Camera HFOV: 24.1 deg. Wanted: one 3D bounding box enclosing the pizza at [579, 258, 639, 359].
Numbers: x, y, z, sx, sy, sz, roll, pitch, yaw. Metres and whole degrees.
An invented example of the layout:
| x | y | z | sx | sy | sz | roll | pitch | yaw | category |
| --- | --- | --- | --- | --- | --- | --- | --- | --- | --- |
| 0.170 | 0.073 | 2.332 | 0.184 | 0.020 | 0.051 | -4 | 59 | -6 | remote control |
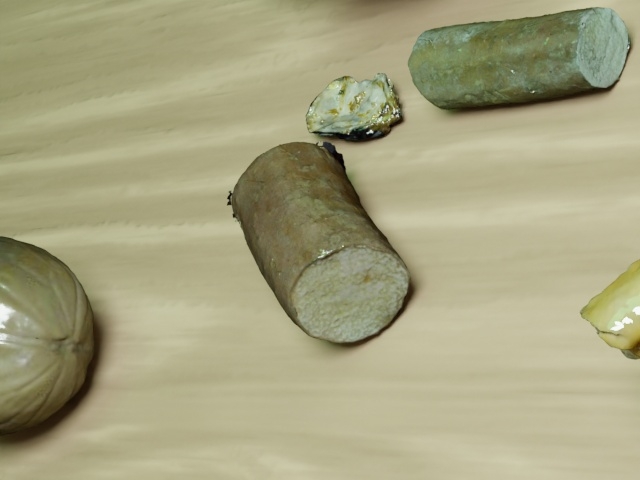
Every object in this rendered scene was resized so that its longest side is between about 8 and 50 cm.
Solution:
| x | y | z | sx | sy | sz | roll | pitch | yaw | category |
| --- | --- | --- | --- | --- | --- | --- | --- | --- | --- |
| 0.255 | 0.025 | 0.561 | 0.365 | 0.074 | 0.182 | -6 | 47 | 45 | pizza |

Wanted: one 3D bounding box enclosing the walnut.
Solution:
| x | y | z | sx | sy | sz | roll | pitch | yaw | category |
| --- | --- | --- | --- | --- | --- | --- | --- | --- | --- |
| -0.231 | 0.066 | 1.046 | 0.162 | 0.140 | 0.140 | 7 | 64 | 57 | walnut |

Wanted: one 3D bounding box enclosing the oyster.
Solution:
| x | y | z | sx | sy | sz | roll | pitch | yaw | category |
| --- | --- | --- | --- | --- | --- | --- | --- | --- | --- |
| 0.026 | -0.088 | 1.012 | 0.083 | 0.019 | 0.054 | 8 | 64 | 50 | oyster |

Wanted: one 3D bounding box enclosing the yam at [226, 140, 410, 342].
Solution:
| x | y | z | sx | sy | sz | roll | pitch | yaw | category |
| --- | --- | --- | --- | --- | --- | --- | --- | --- | --- |
| -0.003 | 0.000 | 0.921 | 0.084 | 0.084 | 0.127 | -42 | 36 | 10 | yam |

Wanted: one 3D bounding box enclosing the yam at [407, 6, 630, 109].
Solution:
| x | y | z | sx | sy | sz | roll | pitch | yaw | category |
| --- | --- | --- | --- | --- | --- | --- | --- | --- | --- |
| 0.119 | -0.110 | 0.914 | 0.132 | 0.054 | 0.054 | -3 | 58 | 42 | yam |
